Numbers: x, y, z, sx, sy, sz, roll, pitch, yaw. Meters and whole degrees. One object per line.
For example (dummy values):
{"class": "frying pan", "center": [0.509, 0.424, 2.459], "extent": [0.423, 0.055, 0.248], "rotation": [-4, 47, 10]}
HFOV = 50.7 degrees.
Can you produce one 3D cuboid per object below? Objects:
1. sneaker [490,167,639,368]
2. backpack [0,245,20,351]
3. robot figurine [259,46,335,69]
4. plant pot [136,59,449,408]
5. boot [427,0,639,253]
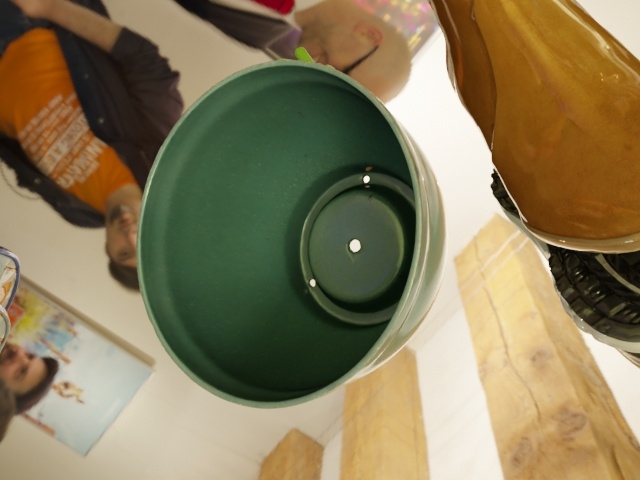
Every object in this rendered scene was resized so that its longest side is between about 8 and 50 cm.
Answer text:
{"class": "sneaker", "center": [0.210, -0.004, 0.520], "extent": [0.100, 0.108, 0.271], "rotation": [-32, -145, 21]}
{"class": "backpack", "center": [-0.425, 0.067, 0.648], "extent": [0.276, 0.213, 0.263], "rotation": [-47, 174, 19]}
{"class": "robot figurine", "center": [-0.024, -0.193, 0.859], "extent": [0.101, 0.115, 0.067], "rotation": [96, 2, -61]}
{"class": "plant pot", "center": [0.000, 0.000, 0.648], "extent": [0.293, 0.293, 0.196], "rotation": [-51, 152, 18]}
{"class": "boot", "center": [0.118, -0.123, 0.406], "extent": [0.104, 0.211, 0.295], "rotation": [-30, -164, 7]}
